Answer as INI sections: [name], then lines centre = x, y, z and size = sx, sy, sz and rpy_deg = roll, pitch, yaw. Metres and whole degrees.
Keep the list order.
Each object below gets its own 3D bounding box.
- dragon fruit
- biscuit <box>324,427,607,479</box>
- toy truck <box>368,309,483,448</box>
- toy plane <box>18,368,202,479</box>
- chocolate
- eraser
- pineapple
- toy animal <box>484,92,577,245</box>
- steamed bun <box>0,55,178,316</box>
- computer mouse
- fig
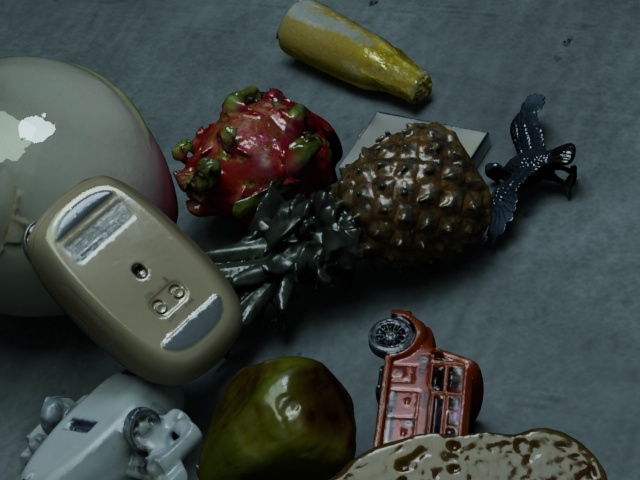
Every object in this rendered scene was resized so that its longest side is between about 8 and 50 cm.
[dragon fruit]
centre = -0.075, -0.085, 2.077
size = 0.172, 0.160, 0.166
rpy_deg = -38, 6, -28
[biscuit]
centre = 0.106, 0.320, 1.601
size = 0.381, 0.074, 0.359
rpy_deg = -39, 71, -16
[toy truck]
centre = 0.096, 0.190, 1.784
size = 0.114, 0.107, 0.253
rpy_deg = 3, 48, 9
[toy plane]
centre = -0.220, 0.225, 1.846
size = 0.244, 0.117, 0.245
rpy_deg = -22, 28, 13
[chocolate]
centre = 0.046, -0.221, 2.249
size = 0.085, 0.086, 0.219
rpy_deg = -40, 52, -23
[eraser]
centre = 0.108, -0.097, 2.134
size = 0.150, 0.023, 0.104
rpy_deg = 12, 50, 28
[pineapple]
centre = -0.001, -0.003, 1.978
size = 0.364, 0.165, 0.165
rpy_deg = -24, 44, -6
[toy animal]
centre = 0.233, -0.082, 2.052
size = 0.108, 0.062, 0.220
rpy_deg = 7, 54, 22
[steamed bun]
centre = -0.290, -0.051, 2.048
size = 0.309, 0.309, 0.309
rpy_deg = -9, 44, 8
[computer mouse]
centre = -0.187, 0.042, 1.861
size = 0.236, 0.082, 0.145
rpy_deg = 42, 67, 8
[fig]
centre = -0.042, 0.191, 1.800
size = 0.166, 0.144, 0.154
rpy_deg = -45, 61, 1
